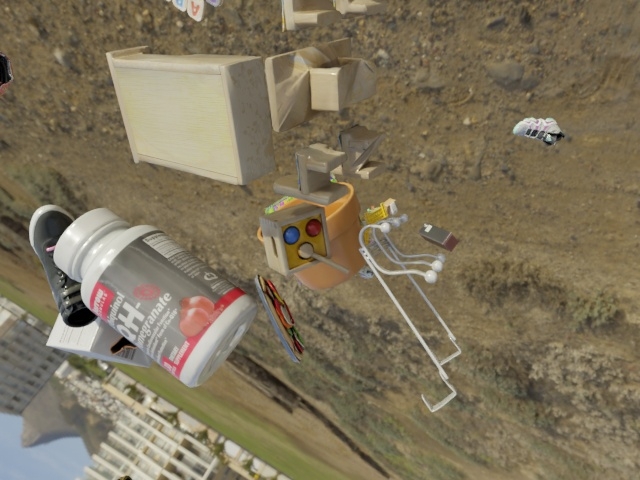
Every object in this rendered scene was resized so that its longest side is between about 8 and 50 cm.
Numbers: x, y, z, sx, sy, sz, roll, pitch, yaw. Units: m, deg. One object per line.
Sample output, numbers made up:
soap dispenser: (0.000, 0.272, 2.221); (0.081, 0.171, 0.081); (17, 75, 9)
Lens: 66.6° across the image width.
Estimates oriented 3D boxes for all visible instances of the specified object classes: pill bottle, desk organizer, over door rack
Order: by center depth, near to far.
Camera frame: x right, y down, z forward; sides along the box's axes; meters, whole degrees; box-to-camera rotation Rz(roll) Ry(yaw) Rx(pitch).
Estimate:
pill bottle: (-0.280, 0.085, 0.826); (0.318, 0.176, 0.176); (35, 155, 8)
over door rack: (0.193, 0.104, 0.899); (0.108, 0.239, 0.324); (-24, 88, 19)
desk organizer: (0.371, -0.011, 1.541); (0.050, 0.047, 0.130); (38, 178, -31)

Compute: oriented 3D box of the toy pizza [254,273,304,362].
toy pizza: (-0.078, 0.156, 1.003); (0.201, 0.032, 0.201); (63, 177, 6)

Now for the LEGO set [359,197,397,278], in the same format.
LEGO set: (0.134, -0.027, 1.530); (0.132, 0.287, 0.107); (37, 153, -32)

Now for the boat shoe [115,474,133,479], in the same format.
boat shoe: (-0.537, 0.723, 1.300); (0.111, 0.104, 0.307); (57, 158, -20)

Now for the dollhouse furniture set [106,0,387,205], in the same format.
dollhouse furniture set: (-0.091, -0.249, 0.813); (0.256, 0.394, 0.362); (17, 125, 33)

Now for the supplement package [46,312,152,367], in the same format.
supplement package: (-0.591, 0.238, 1.353); (0.293, 0.175, 0.177); (-7, 152, 42)

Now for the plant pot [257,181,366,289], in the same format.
plant pot: (0.000, 0.000, 1.346); (0.291, 0.291, 0.203); (-1, 124, 49)

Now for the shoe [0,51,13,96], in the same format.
shoe: (-0.629, -0.272, 0.904); (0.081, 0.178, 0.063); (-21, 146, 30)

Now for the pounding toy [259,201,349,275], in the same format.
pounding toy: (-0.030, 0.009, 0.961); (0.100, 0.130, 0.141); (21, 125, 55)

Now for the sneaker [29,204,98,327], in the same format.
sneaker: (-0.552, 0.069, 1.082); (0.147, 0.104, 0.296); (37, 135, 36)

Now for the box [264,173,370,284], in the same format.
box: (-0.015, -0.051, 1.713); (0.177, 0.290, 0.279); (55, -170, -38)

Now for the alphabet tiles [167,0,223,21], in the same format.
alphabet tiles: (-0.352, -0.736, 1.261); (0.284, 0.021, 0.278); (37, 134, 12)

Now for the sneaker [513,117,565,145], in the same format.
sneaker: (0.430, -0.206, 0.945); (0.038, 0.098, 0.069); (95, 160, -49)

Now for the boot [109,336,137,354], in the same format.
boot: (-0.404, 0.253, 1.278); (0.264, 0.280, 0.096); (-21, 87, 46)
